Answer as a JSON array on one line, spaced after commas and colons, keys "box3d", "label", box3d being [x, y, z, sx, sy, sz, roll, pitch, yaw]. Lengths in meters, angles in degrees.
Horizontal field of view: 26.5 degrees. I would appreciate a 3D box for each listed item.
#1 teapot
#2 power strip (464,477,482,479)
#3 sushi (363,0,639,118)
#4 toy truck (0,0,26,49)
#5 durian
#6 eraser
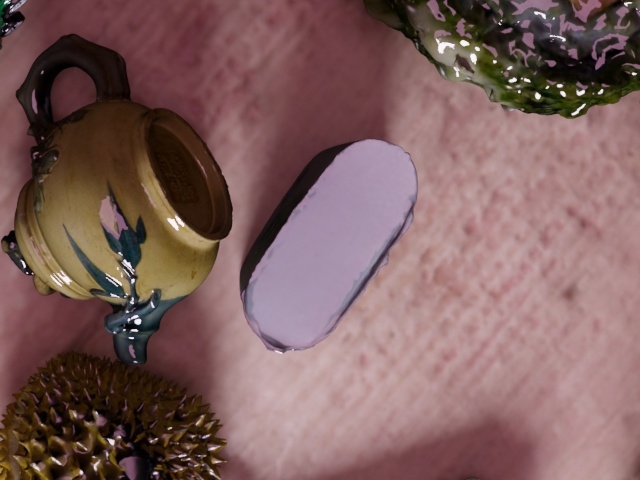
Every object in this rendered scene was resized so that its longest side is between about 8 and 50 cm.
[{"box3d": [-0.184, -0.029, 1.110, 0.182, 0.173, 0.269, -26, 85, 21], "label": "teapot"}, {"box3d": [0.018, 0.300, 1.185, 0.338, 0.058, 0.098, -17, 95, -4], "label": "power strip"}, {"box3d": [0.170, -0.268, 1.109, 0.352, 0.178, 0.294, 40, 92, -9], "label": "sushi"}, {"box3d": [-0.283, -0.187, 1.087, 0.079, 0.147, 0.065, -42, 96, -17], "label": "toy truck"}, {"box3d": [-0.160, 0.205, 1.123, 0.237, 0.138, 0.193, 22, 89, -6], "label": "durian"}, {"box3d": [0.000, 0.000, 1.082, 0.081, 0.227, 0.174, 37, 89, -6], "label": "eraser"}]
